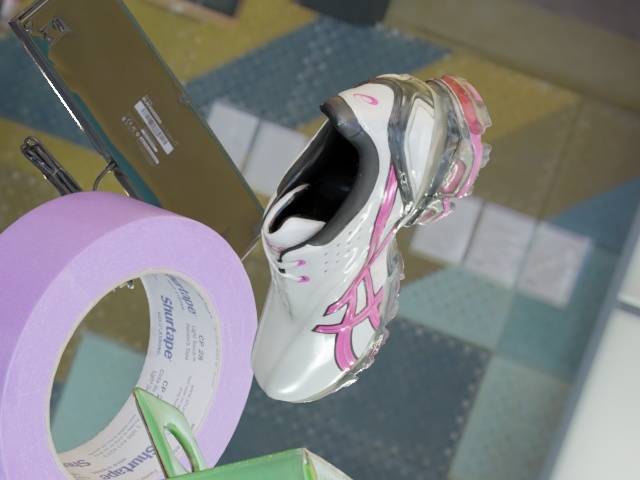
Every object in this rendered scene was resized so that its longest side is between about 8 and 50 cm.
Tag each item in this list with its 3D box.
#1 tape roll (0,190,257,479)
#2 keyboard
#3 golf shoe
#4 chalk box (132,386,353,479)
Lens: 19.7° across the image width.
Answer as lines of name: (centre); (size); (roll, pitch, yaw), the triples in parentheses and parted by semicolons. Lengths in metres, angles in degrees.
tape roll: (-0.177, 0.102, 1.498); (0.090, 0.275, 0.275); (18, -179, 39)
keyboard: (-0.185, -0.080, 1.707); (0.033, 0.201, 0.317); (-16, 114, 47)
golf shoe: (0.000, 0.000, 0.828); (0.086, 0.186, 0.067); (-2, -138, -36)
chalk box: (-0.040, 0.165, 0.768); (0.132, 0.213, 0.132); (-14, 162, 12)
